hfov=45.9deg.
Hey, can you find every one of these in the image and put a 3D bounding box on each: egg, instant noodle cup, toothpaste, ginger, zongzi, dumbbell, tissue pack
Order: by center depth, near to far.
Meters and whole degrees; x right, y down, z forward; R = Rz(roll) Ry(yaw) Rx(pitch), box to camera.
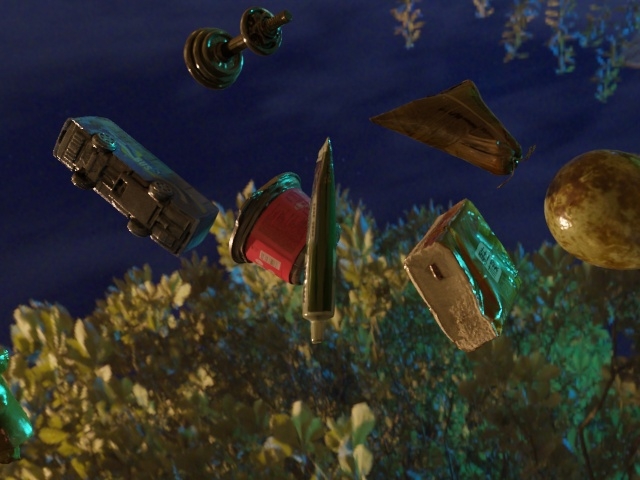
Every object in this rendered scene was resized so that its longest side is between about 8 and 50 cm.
[{"bbox_3d":[-0.269,0.131,0.603,0.057,0.137,0.044,-21,-157,-11],"label":"ginger"},{"bbox_3d":[0.193,-0.151,1.138,0.184,0.084,0.187,-16,-131,-16],"label":"zongzi"},{"bbox_3d":[0.234,0.053,1.218,0.092,0.183,0.226,-35,-177,28],"label":"tissue pack"},{"bbox_3d":[-0.131,-0.326,1.248,0.254,0.110,0.110,-10,-149,48],"label":"dumbbell"},{"bbox_3d":[0.000,0.000,1.443,0.061,0.099,0.392,3,-101,-10],"label":"toothpaste"},{"bbox_3d":[0.601,-0.059,1.546,0.238,0.238,0.289,-33,-136,-21],"label":"egg"},{"bbox_3d":[-0.069,-0.008,1.797,0.181,0.302,0.258,36,-78,17],"label":"instant noodle cup"}]

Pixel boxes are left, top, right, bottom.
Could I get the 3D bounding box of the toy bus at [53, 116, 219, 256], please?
[{"bbox_3d":[-0.253,-0.077,1.038,0.236,0.079,0.094,39,-160,11],"label":"toy bus"}]
